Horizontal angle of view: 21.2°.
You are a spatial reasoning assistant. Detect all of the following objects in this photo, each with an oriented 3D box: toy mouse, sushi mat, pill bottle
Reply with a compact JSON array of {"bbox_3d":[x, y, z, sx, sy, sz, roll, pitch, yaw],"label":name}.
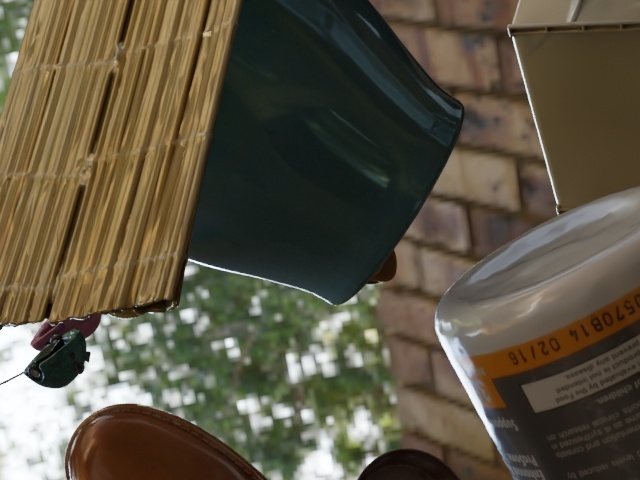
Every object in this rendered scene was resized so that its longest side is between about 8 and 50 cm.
[{"bbox_3d":[-0.182,0.072,1.256,0.143,0.031,0.161,-42,-164,0],"label":"toy mouse"},{"bbox_3d":[-0.105,-0.097,0.896,0.151,0.019,0.317,-5,-119,30],"label":"sushi mat"},{"bbox_3d":[0.191,0.122,0.930,0.162,0.278,0.162,-27,-172,4],"label":"pill bottle"}]

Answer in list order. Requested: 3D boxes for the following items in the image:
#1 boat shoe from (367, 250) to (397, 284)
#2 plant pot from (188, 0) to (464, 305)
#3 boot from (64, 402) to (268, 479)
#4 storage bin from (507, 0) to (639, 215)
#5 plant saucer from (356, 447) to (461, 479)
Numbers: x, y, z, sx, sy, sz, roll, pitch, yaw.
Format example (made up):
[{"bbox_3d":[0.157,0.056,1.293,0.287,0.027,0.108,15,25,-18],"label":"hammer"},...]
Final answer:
[{"bbox_3d":[0.000,0.000,1.905,0.073,0.207,0.073,-18,-123,37],"label":"boat shoe"},{"bbox_3d":[-0.044,-0.090,1.265,0.255,0.272,0.272,32,-157,-7],"label":"plant pot"},{"bbox_3d":[-0.066,0.199,0.878,0.109,0.283,0.220,-33,167,6],"label":"boot"},{"bbox_3d":[0.341,-0.156,1.694,0.260,0.262,0.123,1,-134,24],"label":"storage bin"},{"bbox_3d":[0.095,0.314,1.879,0.168,0.168,0.029,-24,179,-33],"label":"plant saucer"}]
